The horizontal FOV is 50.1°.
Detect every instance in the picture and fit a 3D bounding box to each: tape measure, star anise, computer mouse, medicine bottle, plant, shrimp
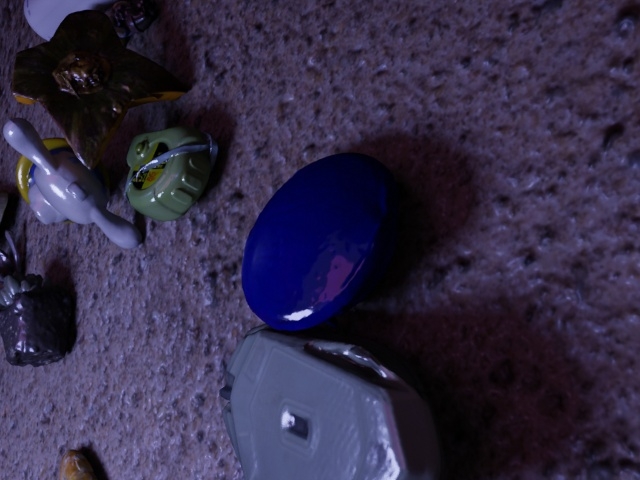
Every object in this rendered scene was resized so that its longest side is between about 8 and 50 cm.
[{"bbox_3d":[-0.265,-0.118,1.207,0.200,0.106,0.175,-3,65,38],"label":"tape measure"},{"bbox_3d":[-0.747,0.102,1.578,0.231,0.089,0.209,-55,40,16],"label":"star anise"},{"bbox_3d":[0.015,0.228,0.872,0.429,0.145,0.228,5,91,53],"label":"computer mouse"},{"bbox_3d":[-0.498,-0.557,1.479,0.341,0.130,0.130,-18,69,36],"label":"medicine bottle"},{"bbox_3d":[-0.588,0.155,1.408,0.132,0.129,0.194,-28,67,31],"label":"plant"},{"bbox_3d":[-0.443,0.477,1.276,0.187,0.052,0.132,40,126,44],"label":"shrimp"}]

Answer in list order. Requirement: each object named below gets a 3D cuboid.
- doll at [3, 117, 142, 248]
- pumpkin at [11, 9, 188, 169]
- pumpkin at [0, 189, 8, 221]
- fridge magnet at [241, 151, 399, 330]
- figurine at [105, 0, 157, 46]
[{"bbox_3d":[-0.502,-0.112,1.281,0.159,0.311,0.242,-33,44,0],"label":"doll"},{"bbox_3d":[-0.426,-0.298,1.259,0.290,0.258,0.095,40,151,11],"label":"pumpkin"},{"bbox_3d":[-0.849,-0.037,1.649,0.217,0.110,0.217,-31,49,44],"label":"pumpkin"},{"bbox_3d":[0.000,0.000,0.922,0.265,0.113,0.265,-28,45,31],"label":"fridge magnet"},{"bbox_3d":[-0.427,-0.441,1.416,0.196,0.108,0.114,-21,73,30],"label":"figurine"}]
